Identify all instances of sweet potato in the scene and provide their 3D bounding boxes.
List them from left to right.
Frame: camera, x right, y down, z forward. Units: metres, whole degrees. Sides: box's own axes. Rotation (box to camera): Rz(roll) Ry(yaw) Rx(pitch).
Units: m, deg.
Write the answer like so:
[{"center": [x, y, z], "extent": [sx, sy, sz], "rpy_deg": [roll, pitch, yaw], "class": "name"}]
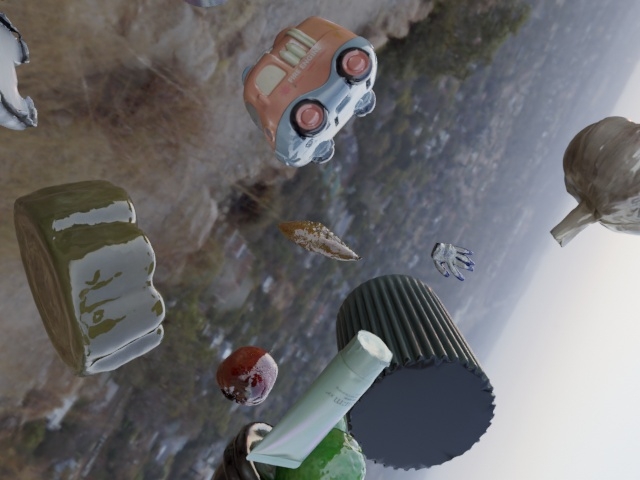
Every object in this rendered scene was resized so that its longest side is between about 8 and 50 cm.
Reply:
[{"center": [0.000, 0.000, 1.589], "extent": [0.068, 0.206, 0.060], "rpy_deg": [-64, -168, -6], "class": "sweet potato"}]

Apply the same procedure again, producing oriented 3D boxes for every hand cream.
[{"center": [0.001, 0.188, 0.814], "extent": [0.078, 0.050, 0.205], "rpy_deg": [22, 115, -37], "class": "hand cream"}]

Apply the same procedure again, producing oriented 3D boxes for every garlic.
[{"center": [0.453, -0.073, 1.147], "extent": [0.212, 0.218, 0.218], "rpy_deg": [-39, 162, -6], "class": "garlic"}]

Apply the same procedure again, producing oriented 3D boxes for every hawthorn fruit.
[{"center": [-0.177, 0.331, 1.811], "extent": [0.172, 0.148, 0.148], "rpy_deg": [-51, 162, -29], "class": "hawthorn fruit"}]

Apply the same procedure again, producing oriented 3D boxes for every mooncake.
[{"center": [-0.438, 0.063, 1.392], "extent": [0.201, 0.378, 0.378], "rpy_deg": [-20, 143, -30], "class": "mooncake"}]

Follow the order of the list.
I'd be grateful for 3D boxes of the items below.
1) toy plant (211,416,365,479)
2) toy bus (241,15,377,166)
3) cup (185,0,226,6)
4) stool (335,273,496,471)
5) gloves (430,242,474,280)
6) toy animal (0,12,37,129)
[{"center": [-0.040, 0.320, 0.999], "extent": [0.235, 0.175, 0.218], "rpy_deg": [-43, -167, 11], "class": "toy plant"}, {"center": [-0.029, -0.302, 1.412], "extent": [0.287, 0.232, 0.194], "rpy_deg": [-48, 171, -5], "class": "toy bus"}, {"center": [-0.234, -0.583, 1.318], "extent": [0.203, 0.203, 0.288], "rpy_deg": [-57, 161, -22], "class": "cup"}, {"center": [0.176, 0.260, 1.520], "extent": [0.330, 0.297, 0.297], "rpy_deg": [-105, -148, -60], "class": "stool"}, {"center": [0.251, 0.040, 1.369], "extent": [0.026, 0.086, 0.064], "rpy_deg": [9, 101, -78], "class": "gloves"}, {"center": [-0.617, -0.216, 1.056], "extent": [0.258, 0.357, 0.193], "rpy_deg": [69, 7, -62], "class": "toy animal"}]
